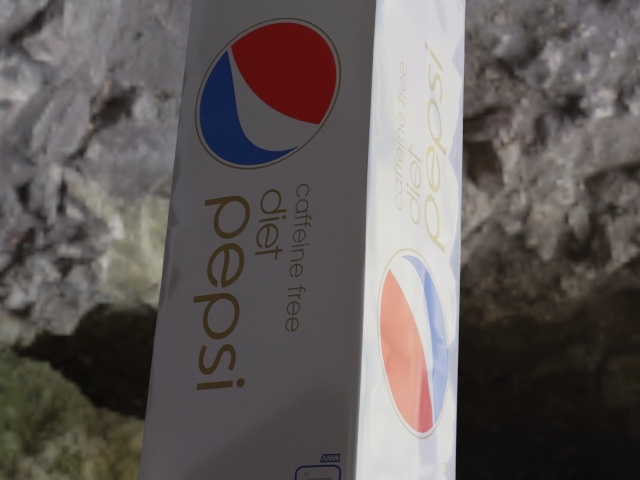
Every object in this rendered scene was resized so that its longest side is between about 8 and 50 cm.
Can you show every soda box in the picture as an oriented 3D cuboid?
[{"bbox_3d":[0.000,0.000,0.397,0.069,0.216,0.074,-7,156,26],"label":"soda box"}]
